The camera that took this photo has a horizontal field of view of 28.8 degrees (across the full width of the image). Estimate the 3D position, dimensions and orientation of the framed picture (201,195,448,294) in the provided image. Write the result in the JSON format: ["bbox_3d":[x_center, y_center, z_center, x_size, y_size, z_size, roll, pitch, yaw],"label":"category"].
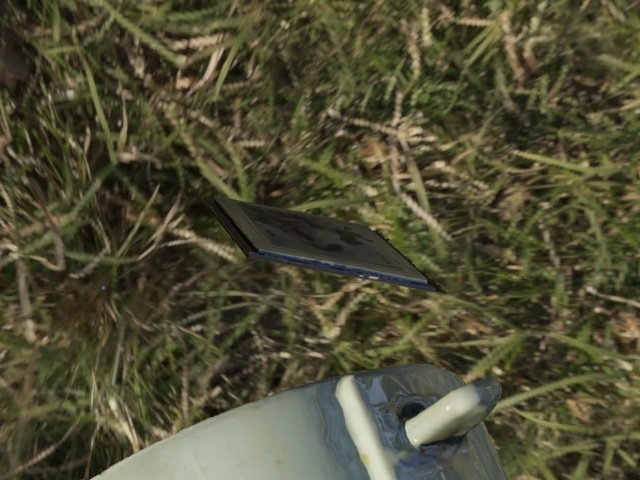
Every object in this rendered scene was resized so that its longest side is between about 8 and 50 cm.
[{"bbox_3d":[0.000,0.000,1.173,0.199,0.195,0.010,11,105,-22],"label":"framed picture"}]

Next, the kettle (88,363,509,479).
[{"bbox_3d":[0.063,0.247,0.520,0.250,0.361,0.377,4,52,-45],"label":"kettle"}]
